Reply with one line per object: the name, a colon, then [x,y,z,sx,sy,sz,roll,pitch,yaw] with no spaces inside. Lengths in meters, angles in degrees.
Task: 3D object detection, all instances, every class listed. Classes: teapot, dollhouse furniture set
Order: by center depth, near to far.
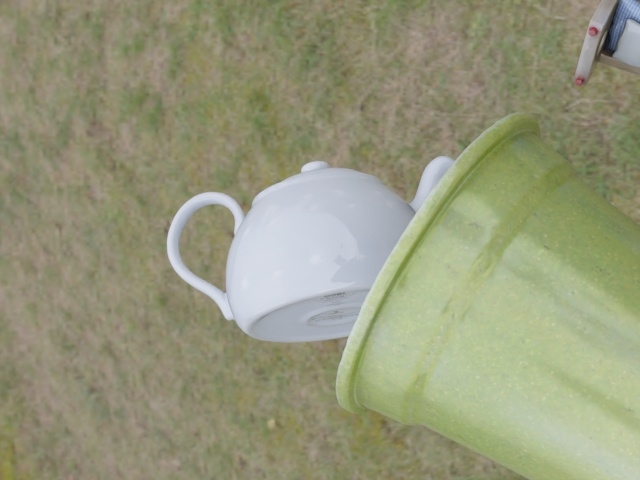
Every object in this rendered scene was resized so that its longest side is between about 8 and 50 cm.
dollhouse furniture set: [0.288,-0.201,0.775,0.129,0.129,0.183,22,145,16]
teapot: [0.000,0.000,1.158,0.252,0.256,0.187,-28,65,43]

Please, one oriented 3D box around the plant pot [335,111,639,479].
plant pot: [0.193,0.084,0.783,0.254,0.276,0.276,33,119,19]
